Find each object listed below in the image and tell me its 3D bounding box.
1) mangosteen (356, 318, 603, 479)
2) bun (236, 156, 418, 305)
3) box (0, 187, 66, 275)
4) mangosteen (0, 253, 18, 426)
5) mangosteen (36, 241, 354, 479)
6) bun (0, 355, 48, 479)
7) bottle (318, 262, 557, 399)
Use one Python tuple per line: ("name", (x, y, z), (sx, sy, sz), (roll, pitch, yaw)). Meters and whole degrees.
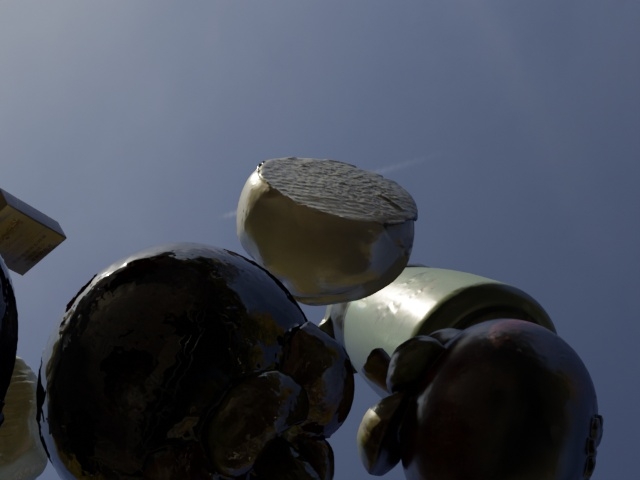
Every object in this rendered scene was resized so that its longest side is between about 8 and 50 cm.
("mangosteen", (0.121, 0.140, 0.876), (0.200, 0.200, 0.200), (-9, -112, 22))
("bun", (0.000, 0.000, 1.047), (0.173, 0.173, 0.120), (30, -65, 30))
("box", (-0.256, -0.006, 0.919), (0.053, 0.083, 0.024), (-39, -122, 5))
("mangosteen", (-0.250, 0.035, 0.491), (0.230, 0.194, 0.194), (32, -94, -3))
("mangosteen", (-0.073, 0.117, 0.758), (0.250, 0.211, 0.211), (30, -94, 38))
("bun", (-0.386, 0.200, 1.113), (0.231, 0.231, 0.133), (39, -56, 31))
("bottle", (0.110, 0.105, 1.213), (0.168, 0.168, 0.347), (-58, -161, -4))
